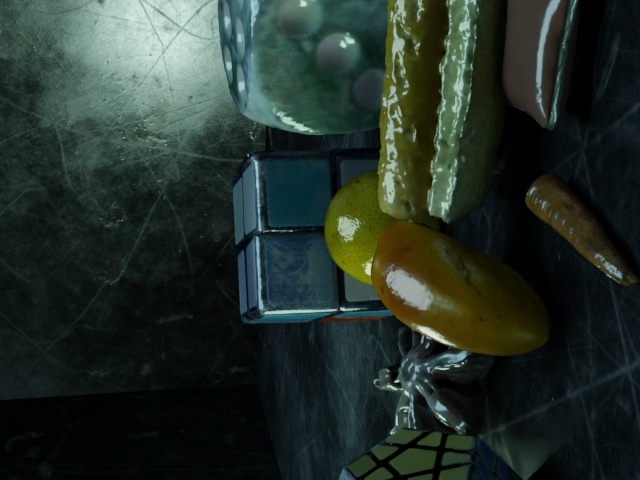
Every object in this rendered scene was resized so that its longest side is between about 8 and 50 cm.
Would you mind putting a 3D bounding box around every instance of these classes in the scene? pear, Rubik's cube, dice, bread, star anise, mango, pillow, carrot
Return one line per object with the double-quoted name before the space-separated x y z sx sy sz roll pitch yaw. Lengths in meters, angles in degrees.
"pear" 0.113 -0.023 1.829 0.209 0.209 0.208 178 90 -78
"Rubik's cube" 0.154 0.420 1.461 0.264 0.319 0.319 -34 45 24
"dice" -0.005 -0.404 1.953 0.330 0.348 0.327 -110 20 -59
"Rubik's cube" 0.000 0.000 2.067 0.316 0.319 0.313 142 125 -77
"bread" 0.181 -0.222 1.460 0.236 0.165 0.375 -31 -52 -65
"star anise" 0.204 0.204 1.640 0.359 0.139 0.315 -18 73 61
"mango" 0.194 0.077 1.424 0.257 0.187 0.138 36 107 46
"pillow" 0.275 -0.240 1.299 0.171 0.075 0.179 -120 31 -66
"carrot" 0.312 -0.006 1.238 0.224 0.057 0.057 -117 27 -55
